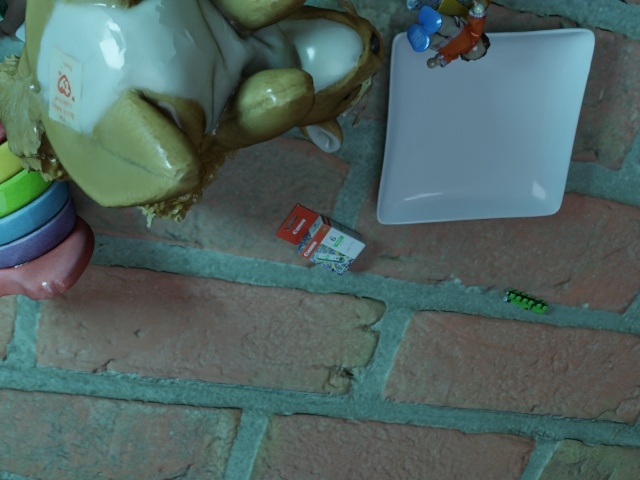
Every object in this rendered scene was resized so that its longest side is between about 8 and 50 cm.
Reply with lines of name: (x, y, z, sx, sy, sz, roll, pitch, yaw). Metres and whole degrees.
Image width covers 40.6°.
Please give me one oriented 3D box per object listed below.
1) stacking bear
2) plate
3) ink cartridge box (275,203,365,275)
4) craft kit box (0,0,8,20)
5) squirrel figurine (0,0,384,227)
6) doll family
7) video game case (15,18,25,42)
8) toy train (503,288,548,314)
stacking bear: (-0.397, -0.087, 1.016, 0.175, 0.164, 0.289, -6, 125, 21)
plate: (0.216, -0.157, 1.181, 0.277, 0.045, 0.277, -3, 121, -10)
ink cartridge box: (0.000, 0.000, 1.238, 0.115, 0.029, 0.063, 26, 113, -26)
craft kit box: (-0.507, -0.313, 0.919, 0.246, 0.061, 0.250, -19, 123, 3)
squirrel figurine: (-0.135, -0.175, 0.959, 0.370, 0.397, 0.281, -17, 88, -45)
doll family: (0.197, -0.321, 1.001, 0.263, 0.118, 0.163, -44, 156, 31)
video game case: (-0.233, -0.264, 1.029, 0.173, 0.022, 0.190, 36, 107, -28)
toy train: (0.327, 0.099, 1.381, 0.083, 0.017, 0.024, 19, 126, -23)
